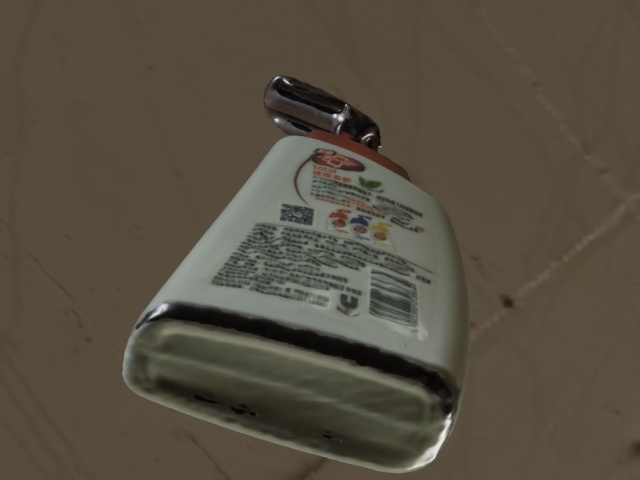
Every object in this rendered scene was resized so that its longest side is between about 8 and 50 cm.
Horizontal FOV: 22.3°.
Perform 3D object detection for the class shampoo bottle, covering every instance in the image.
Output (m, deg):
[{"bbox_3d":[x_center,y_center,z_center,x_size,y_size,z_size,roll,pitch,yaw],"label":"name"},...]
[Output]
[{"bbox_3d":[0.000,0.000,0.824,0.153,0.284,0.071,17,-62,-4],"label":"shampoo bottle"}]
